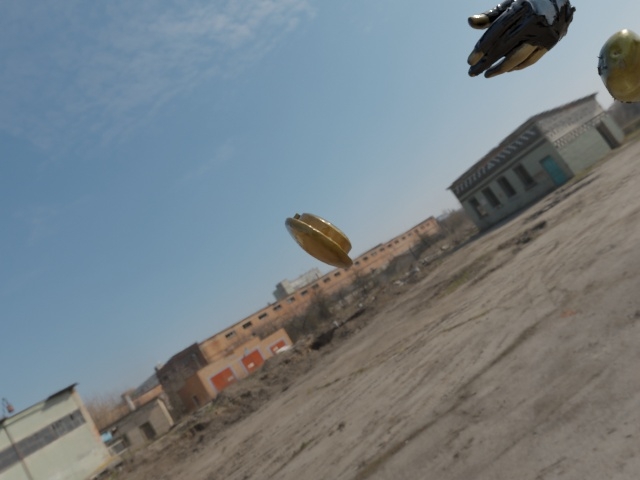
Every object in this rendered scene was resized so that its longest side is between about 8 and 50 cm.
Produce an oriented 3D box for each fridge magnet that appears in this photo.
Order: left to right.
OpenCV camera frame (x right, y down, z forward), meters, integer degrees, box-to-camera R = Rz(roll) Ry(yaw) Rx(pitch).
[{"bbox_3d":[0.000,0.000,0.824,0.063,0.143,0.143,-56,-4,-10],"label":"fridge magnet"}]

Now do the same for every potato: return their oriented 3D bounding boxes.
[{"bbox_3d":[0.886,-0.497,1.346,0.300,0.172,0.140,5,-16,-44],"label":"potato"}]

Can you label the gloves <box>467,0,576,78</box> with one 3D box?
[{"bbox_3d":[0.486,-0.526,1.177,0.301,0.197,0.152,-40,-10,1],"label":"gloves"}]
